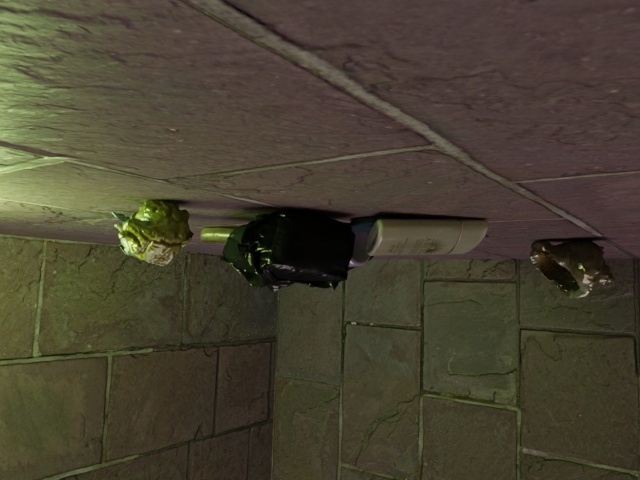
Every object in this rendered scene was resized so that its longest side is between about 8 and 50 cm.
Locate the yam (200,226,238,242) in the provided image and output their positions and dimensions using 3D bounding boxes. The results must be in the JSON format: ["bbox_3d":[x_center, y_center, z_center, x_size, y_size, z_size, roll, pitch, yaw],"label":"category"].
[{"bbox_3d":[-0.322,-0.021,2.101,0.317,0.067,0.071,1,-171,22],"label":"yam"}]

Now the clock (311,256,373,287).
[{"bbox_3d":[0.064,0.082,2.142,0.273,0.049,0.279,-27,-162,0],"label":"clock"}]

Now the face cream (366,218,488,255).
[{"bbox_3d":[0.327,-0.009,1.683,0.348,0.081,0.173,0,149,-13],"label":"face cream"}]

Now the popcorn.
[{"bbox_3d":[-0.456,-0.028,1.525,0.167,0.187,0.185,41,171,-18],"label":"popcorn"}]

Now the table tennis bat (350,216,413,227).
[{"bbox_3d":[0.260,-0.043,1.782,0.329,0.044,0.215,4,171,-6],"label":"table tennis bat"}]

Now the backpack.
[{"bbox_3d":[-0.124,0.040,1.744,0.363,0.255,0.446,13,173,-33],"label":"backpack"}]

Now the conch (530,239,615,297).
[{"bbox_3d":[1.027,0.099,2.210,0.186,0.263,0.324,-20,-137,-30],"label":"conch"}]

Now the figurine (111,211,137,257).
[{"bbox_3d":[-0.573,-0.030,1.752,0.208,0.184,0.128,39,178,10],"label":"figurine"}]

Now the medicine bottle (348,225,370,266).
[{"bbox_3d":[0.054,0.024,1.994,0.152,0.152,0.254,6,172,-42],"label":"medicine bottle"}]

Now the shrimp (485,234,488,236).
[{"bbox_3d":[0.452,-0.019,1.947,0.262,0.051,0.198,2,175,38],"label":"shrimp"}]
